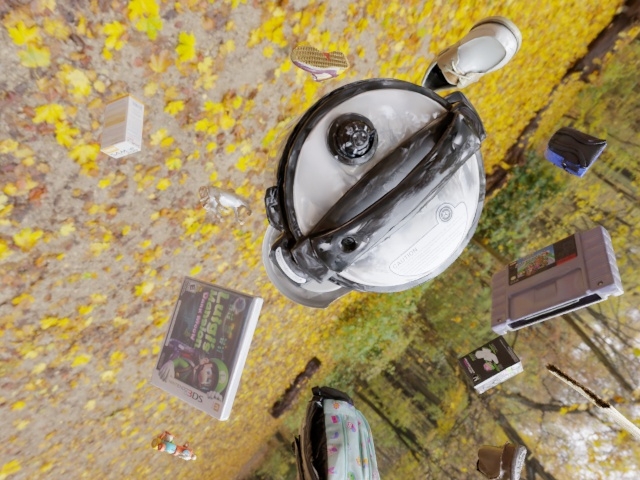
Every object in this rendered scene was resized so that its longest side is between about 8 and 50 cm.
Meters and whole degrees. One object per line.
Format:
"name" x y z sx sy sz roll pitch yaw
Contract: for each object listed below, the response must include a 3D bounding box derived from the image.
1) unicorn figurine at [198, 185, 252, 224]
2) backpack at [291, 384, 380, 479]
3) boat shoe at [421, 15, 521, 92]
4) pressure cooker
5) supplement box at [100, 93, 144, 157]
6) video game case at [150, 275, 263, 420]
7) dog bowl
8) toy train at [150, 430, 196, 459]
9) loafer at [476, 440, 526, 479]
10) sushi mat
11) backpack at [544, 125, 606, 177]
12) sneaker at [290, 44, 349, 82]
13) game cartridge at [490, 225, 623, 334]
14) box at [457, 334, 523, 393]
"unicorn figurine" -0.199 -0.082 0.921 0.060 0.111 0.162 -40 151 6
"backpack" 0.022 0.341 0.661 0.182 0.115 0.152 -102 -159 -59
"boat shoe" 0.326 -0.395 0.958 0.103 0.113 0.302 -48 -169 -1
"pressure cooker" 0.080 -0.096 0.794 0.420 0.375 0.370 -144 -120 -75
"supplement box" -0.354 -0.204 0.765 0.062 0.098 0.036 -10 162 23
"video game case" -0.189 0.165 0.694 0.022 0.173 0.190 29 74 -57
"dog bowl" 0.001 0.031 1.321 0.349 0.349 0.102 -52 -176 14
"toy train" -0.375 0.532 1.110 0.166 0.125 0.046 125 -16 -60
"loafer" 0.597 0.768 1.452 0.134 0.130 0.366 -55 152 -30
"sushi mat" 0.610 0.364 0.881 0.019 0.316 0.151 -52 -160 4
"backpack" 0.656 -0.230 1.122 0.098 0.120 0.101 -50 157 -6
"sneaker" -0.012 -0.437 1.081 0.185 0.069 0.084 -12 168 -41
"game cartridge" 0.646 0.115 1.218 0.355 0.068 0.230 -38 -155 44
"box" 0.281 0.206 0.704 0.083 0.052 0.062 -32 141 9
